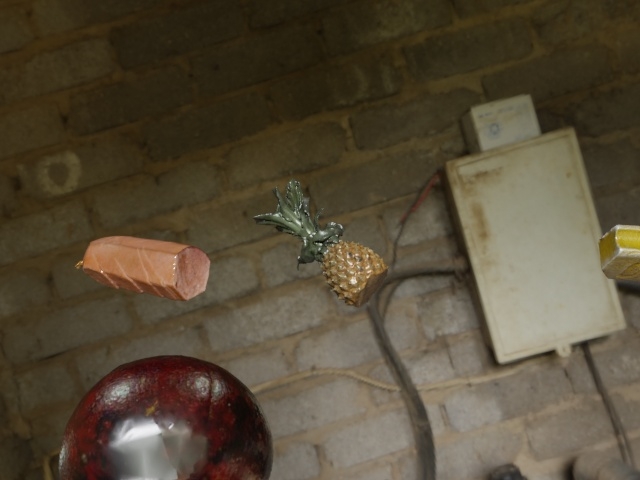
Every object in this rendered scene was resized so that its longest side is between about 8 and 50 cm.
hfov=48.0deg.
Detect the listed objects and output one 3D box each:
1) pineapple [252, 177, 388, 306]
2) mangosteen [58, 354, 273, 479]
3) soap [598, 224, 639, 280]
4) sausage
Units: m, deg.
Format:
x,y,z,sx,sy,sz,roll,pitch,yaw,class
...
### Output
x,y,z,sx,sy,sz,roll,pitch,yaw,class
0.000,0.000,1.352,0.119,0.277,0.130,-39,-26,-22,pineapple
-0.155,0.224,0.721,0.216,0.216,0.216,-17,3,1,mangosteen
0.675,0.030,1.445,0.232,0.073,0.140,4,-27,-6,soap
-0.204,0.028,0.810,0.169,0.065,0.065,7,17,34,sausage
